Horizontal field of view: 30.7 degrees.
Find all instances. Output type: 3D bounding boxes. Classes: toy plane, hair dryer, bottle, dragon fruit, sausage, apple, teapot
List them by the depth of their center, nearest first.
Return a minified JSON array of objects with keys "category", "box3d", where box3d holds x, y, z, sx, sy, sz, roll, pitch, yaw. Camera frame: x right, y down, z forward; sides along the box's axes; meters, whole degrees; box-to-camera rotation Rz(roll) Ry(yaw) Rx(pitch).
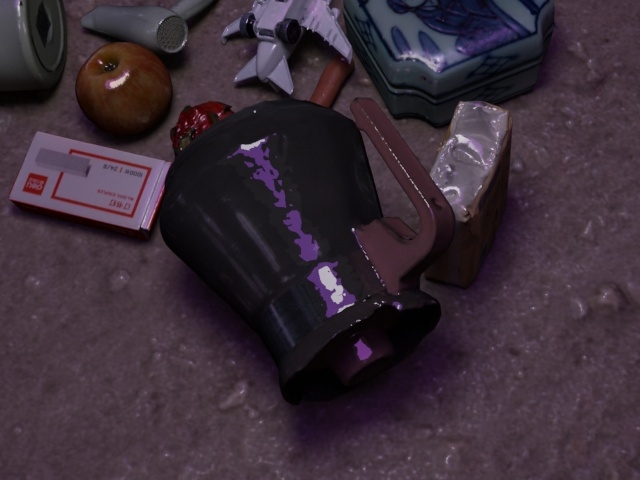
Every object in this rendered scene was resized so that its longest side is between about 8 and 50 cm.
[{"category":"teapot","box3d":[0.000,0.000,1.527,0.306,0.376,0.361,-10,62,-48]},{"category":"dragon fruit","box3d":[-0.154,-0.145,1.739,0.142,0.130,0.121,36,59,-14]},{"category":"apple","box3d":[-0.304,-0.235,1.795,0.146,0.131,0.146,-5,62,9]},{"category":"sausage","box3d":[0.008,-0.226,1.816,0.042,0.036,0.158,14,64,21]},{"category":"toy plane","box3d":[-0.047,-0.353,1.824,0.251,0.101,0.255,16,79,33]},{"category":"bottle","box3d":[-0.595,-0.340,1.843,0.352,0.229,0.229,-2,61,8]},{"category":"hair dryer","box3d":[-0.244,-0.388,1.912,0.206,0.075,0.237,21,47,41]}]

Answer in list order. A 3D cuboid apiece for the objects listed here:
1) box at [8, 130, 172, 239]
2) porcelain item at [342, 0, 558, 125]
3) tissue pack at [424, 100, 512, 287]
[{"category":"box","box3d":[-0.339,-0.083,1.753,0.229,0.050,0.123,14,72,12]},{"category":"porcelain item","box3d":[0.197,-0.342,1.796,0.286,0.157,0.281,-21,60,-7]},{"category":"tissue pack","box3d":[0.199,-0.061,1.602,0.090,0.222,0.186,16,64,16]}]
